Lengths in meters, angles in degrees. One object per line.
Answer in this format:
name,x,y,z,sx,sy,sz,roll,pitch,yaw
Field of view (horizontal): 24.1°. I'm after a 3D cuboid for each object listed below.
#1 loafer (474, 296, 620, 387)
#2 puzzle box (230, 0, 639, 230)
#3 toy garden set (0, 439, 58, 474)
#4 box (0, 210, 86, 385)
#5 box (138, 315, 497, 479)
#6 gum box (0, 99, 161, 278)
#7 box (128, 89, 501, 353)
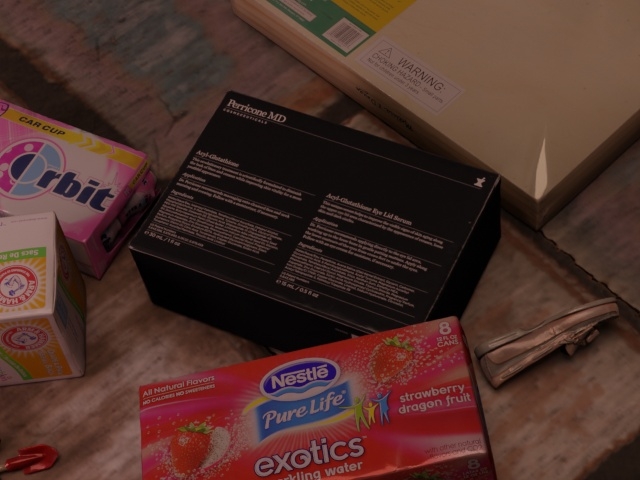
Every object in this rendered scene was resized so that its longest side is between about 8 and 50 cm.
loafer,0.191,0.085,1.236,0.125,0.045,0.039,-20,73,1
puzzle box,0.143,-0.214,1.433,0.272,0.052,0.409,-41,61,-19
toy garden set,-0.324,0.221,1.196,0.244,0.049,0.204,-4,56,4
box,-0.309,0.058,1.266,0.203,0.114,0.103,-7,56,1
box,0.000,0.164,1.135,0.257,0.122,0.128,-12,50,5
gum box,-0.249,-0.048,1.361,0.188,0.062,0.107,21,61,19
box,0.000,0.000,1.275,0.261,0.103,0.184,19,63,19
